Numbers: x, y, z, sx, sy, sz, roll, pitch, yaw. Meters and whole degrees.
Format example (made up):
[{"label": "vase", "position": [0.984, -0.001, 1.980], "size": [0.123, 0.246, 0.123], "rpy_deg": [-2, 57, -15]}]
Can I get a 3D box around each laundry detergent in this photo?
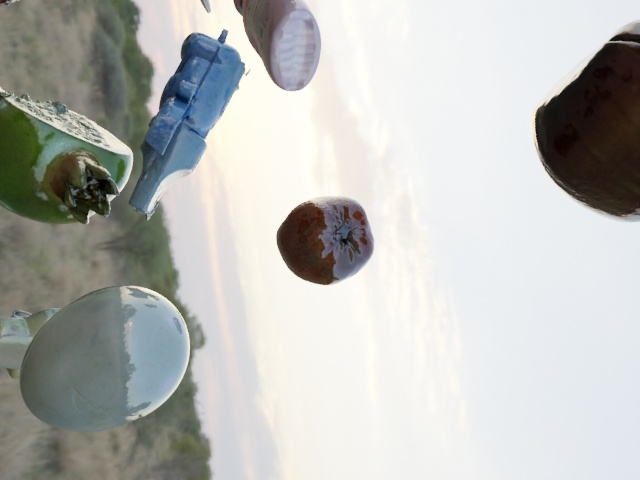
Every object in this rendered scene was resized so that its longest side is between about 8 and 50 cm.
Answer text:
[{"label": "laundry detergent", "position": [-0.081, -0.373, 1.541], "size": [0.335, 0.088, 0.158], "rpy_deg": [-119, -148, -56]}]

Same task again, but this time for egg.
[{"label": "egg", "position": [-0.241, 0.135, 0.999], "size": [0.151, 0.209, 0.151], "rpy_deg": [48, 21, -26]}]

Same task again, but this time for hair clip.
[{"label": "hair clip", "position": [-0.394, 0.135, 1.249], "size": [0.071, 0.159, 0.218], "rpy_deg": [57, 19, 15]}]

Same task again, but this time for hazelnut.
[{"label": "hazelnut", "position": [0.659, -0.254, 1.874], "size": [0.429, 0.402, 0.402], "rpy_deg": [-52, -136, 47]}]

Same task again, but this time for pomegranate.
[{"label": "pomegranate", "position": [-0.504, -0.125, 1.678], "size": [0.216, 0.310, 0.358], "rpy_deg": [-54, -132, 10]}]

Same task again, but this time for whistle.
[{"label": "whistle", "position": [-0.177, -0.155, 1.157], "size": [0.269, 0.093, 0.180], "rpy_deg": [-63, -174, -11]}]

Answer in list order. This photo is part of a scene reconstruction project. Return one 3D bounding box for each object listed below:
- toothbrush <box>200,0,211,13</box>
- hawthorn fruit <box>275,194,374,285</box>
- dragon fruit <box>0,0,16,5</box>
[{"label": "toothbrush", "position": [-0.252, -0.540, 1.834], "size": [0.307, 0.030, 0.025], "rpy_deg": [70, 13, -75]}, {"label": "hawthorn fruit", "position": [0.000, 0.000, 2.048], "size": [0.262, 0.211, 0.210], "rpy_deg": [175, -94, -68]}, {"label": "dragon fruit", "position": [-0.654, -0.593, 1.802], "size": [0.241, 0.252, 0.241], "rpy_deg": [39, 7, -6]}]
